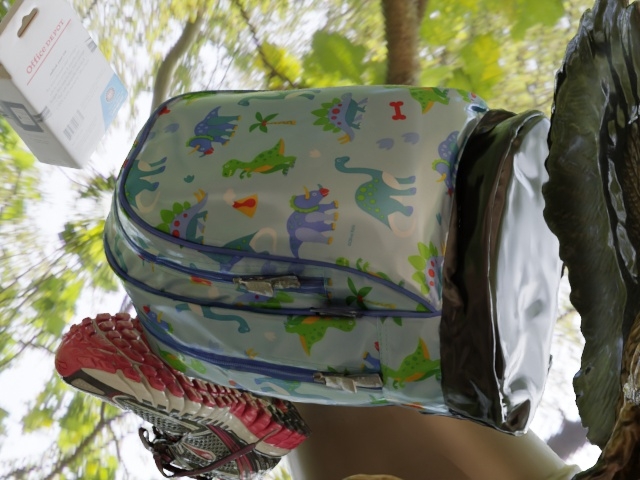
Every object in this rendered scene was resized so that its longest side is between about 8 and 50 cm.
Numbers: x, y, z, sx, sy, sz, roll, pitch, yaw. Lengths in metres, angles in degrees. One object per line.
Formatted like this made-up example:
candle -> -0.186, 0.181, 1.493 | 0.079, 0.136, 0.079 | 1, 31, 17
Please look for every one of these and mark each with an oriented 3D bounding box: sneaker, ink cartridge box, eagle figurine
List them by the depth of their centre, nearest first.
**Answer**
eagle figurine -> 0.185, 0.035, 0.606 | 0.226, 0.225, 0.298 | 32, -116, -6
sneaker -> -0.130, 0.164, 1.181 | 0.112, 0.121, 0.299 | -48, -45, 8
ink cartridge box -> -0.270, -0.165, 1.242 | 0.060, 0.180, 0.104 | 12, -119, 29

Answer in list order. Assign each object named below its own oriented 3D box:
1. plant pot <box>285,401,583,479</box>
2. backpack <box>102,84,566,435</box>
plant pot -> 0.099, 0.251, 1.364 | 0.323, 0.323, 0.280 | -29, -103, -7
backpack -> 0.000, 0.000, 1.058 | 0.273, 0.355, 0.290 | 55, -139, -39
